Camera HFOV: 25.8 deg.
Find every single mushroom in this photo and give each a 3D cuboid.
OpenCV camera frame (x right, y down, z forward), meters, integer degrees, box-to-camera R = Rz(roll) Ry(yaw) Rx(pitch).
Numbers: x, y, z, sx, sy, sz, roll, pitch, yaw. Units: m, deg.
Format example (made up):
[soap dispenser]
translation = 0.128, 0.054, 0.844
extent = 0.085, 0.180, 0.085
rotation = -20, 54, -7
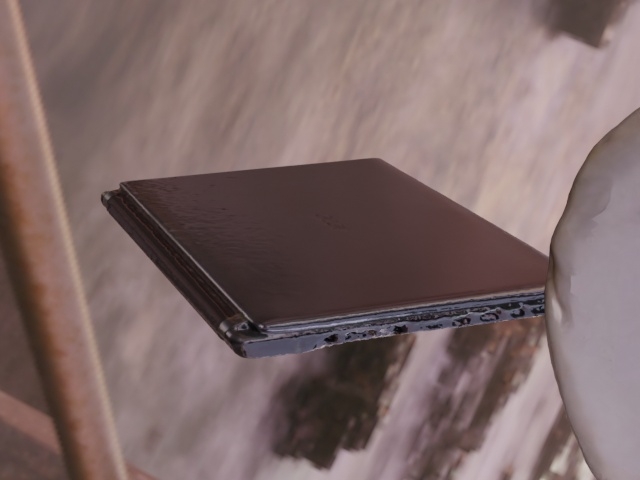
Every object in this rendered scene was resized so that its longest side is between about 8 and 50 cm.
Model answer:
[mushroom]
translation = 0.141, 0.030, 0.383
extent = 0.225, 0.093, 0.116
rotation = 21, 100, -53

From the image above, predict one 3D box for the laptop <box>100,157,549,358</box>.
[laptop]
translation = 0.000, 0.000, 0.519
extent = 0.129, 0.180, 0.016
rotation = -6, 110, -21
